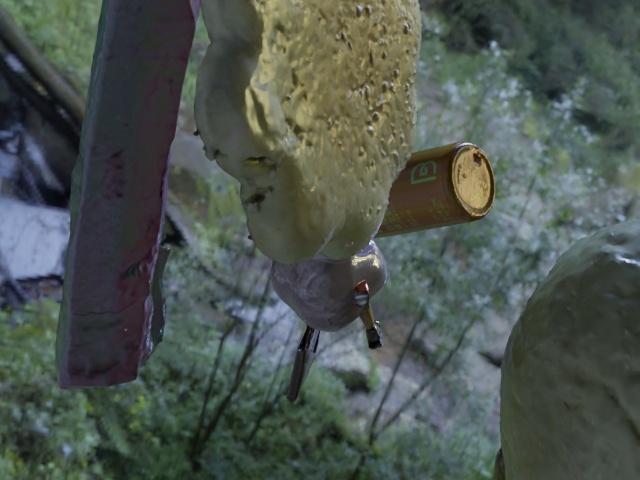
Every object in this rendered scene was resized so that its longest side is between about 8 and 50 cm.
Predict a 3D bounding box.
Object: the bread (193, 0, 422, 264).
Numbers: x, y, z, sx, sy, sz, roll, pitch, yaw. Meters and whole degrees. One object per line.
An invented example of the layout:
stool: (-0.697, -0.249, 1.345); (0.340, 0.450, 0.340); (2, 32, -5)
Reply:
bread: (0.007, -0.128, 0.835); (0.054, 0.316, 0.316); (3, 23, 28)

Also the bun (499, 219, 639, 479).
bun: (0.291, 0.141, 0.815); (0.352, 0.349, 0.227); (67, 14, 12)

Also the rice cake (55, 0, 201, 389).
rice cake: (-0.101, -0.037, 0.647); (0.081, 0.290, 0.051); (-3, 31, -32)

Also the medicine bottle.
medicine bottle: (0.107, -0.057, 1.376); (0.192, 0.096, 0.096); (-9, 8, 42)

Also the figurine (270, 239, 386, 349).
figurine: (0.000, 0.000, 1.107); (0.112, 0.137, 0.229); (-12, 84, -14)

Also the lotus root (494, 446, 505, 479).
lotus root: (0.263, 0.327, 1.278); (0.110, 0.258, 0.097); (-16, 0, 20)

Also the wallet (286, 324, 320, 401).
wallet: (-0.023, 0.186, 1.857); (0.026, 0.176, 0.095); (18, 54, 7)
